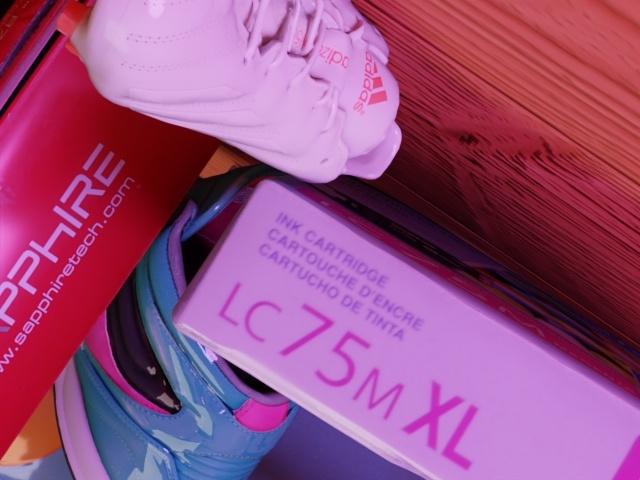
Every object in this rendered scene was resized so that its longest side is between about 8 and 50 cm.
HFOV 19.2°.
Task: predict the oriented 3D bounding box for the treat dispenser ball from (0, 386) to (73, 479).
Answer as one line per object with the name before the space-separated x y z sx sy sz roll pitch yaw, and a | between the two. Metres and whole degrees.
treat dispenser ball | -0.203 0.078 1.506 0.288 0.288 0.288 34 174 4

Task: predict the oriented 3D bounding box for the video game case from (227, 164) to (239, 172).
video game case | 0.000 0.000 1.112 0.087 0.011 0.122 31 173 28

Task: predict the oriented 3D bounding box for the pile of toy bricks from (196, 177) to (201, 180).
pile of toy bricks | -0.153 -0.029 1.259 0.118 0.105 0.212 34 174 4

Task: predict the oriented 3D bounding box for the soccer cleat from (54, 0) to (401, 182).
soccer cleat | -0.015 -0.053 0.524 0.076 0.068 0.196 29 -179 8

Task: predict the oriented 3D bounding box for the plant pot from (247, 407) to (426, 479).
plant pot | 0.010 0.169 1.182 0.235 0.293 0.293 17 177 -10

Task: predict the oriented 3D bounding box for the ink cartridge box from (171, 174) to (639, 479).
ink cartridge box | 0.058 0.043 0.699 0.185 0.065 0.311 32 -177 3

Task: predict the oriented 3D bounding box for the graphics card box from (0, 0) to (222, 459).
graphics card box | -0.187 -0.032 0.808 0.094 0.233 0.371 37 173 -31

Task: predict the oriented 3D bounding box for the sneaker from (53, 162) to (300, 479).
sneaker | -0.081 -0.012 0.969 0.123 0.178 0.296 -2 -116 -46
